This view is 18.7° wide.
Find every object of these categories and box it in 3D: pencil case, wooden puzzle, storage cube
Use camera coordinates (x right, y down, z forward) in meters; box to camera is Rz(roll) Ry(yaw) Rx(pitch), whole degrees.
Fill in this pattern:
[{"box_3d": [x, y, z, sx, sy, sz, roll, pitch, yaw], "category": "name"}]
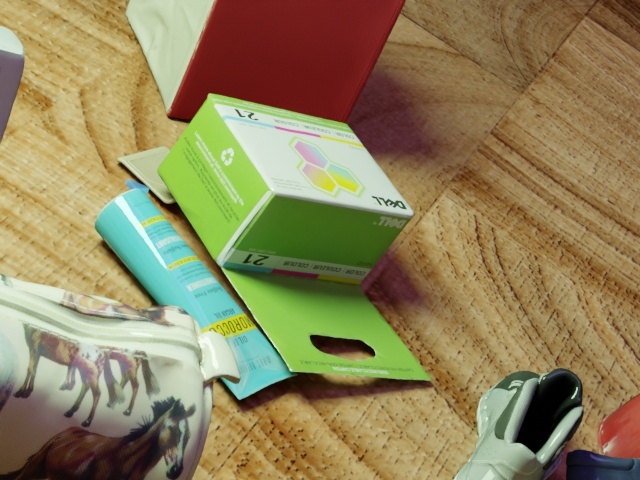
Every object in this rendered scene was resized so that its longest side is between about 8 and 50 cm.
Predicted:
[{"box_3d": [-0.269, 0.073, 1.306, 0.410, 0.183, 0.160, 18, 47, -22], "category": "pencil case"}, {"box_3d": [-0.142, -0.059, 1.785, 0.078, 0.014, 0.116, 42, 31, 27], "category": "wooden puzzle"}, {"box_3d": [-0.058, -0.237, 1.932, 0.193, 0.215, 0.184, 5, 39, -27], "category": "storage cube"}]

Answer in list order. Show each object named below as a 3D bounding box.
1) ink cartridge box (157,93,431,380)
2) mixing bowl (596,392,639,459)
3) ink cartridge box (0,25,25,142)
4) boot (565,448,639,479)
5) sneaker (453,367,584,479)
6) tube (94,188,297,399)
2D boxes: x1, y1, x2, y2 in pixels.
[{"box_3d": [0.000, 0.000, 1.721, 0.188, 0.097, 0.255, 9, 36, -46], "category": "ink cartridge box"}, {"box_3d": [0.356, 0.187, 1.783, 0.181, 0.098, 0.181, 23, 32, -15], "category": "mixing bowl"}, {"box_3d": [-0.380, 0.015, 1.144, 0.308, 0.385, 0.091, 16, 11, -24], "category": "ink cartridge box"}, {"box_3d": [0.288, 0.231, 1.650, 0.190, 0.069, 0.086, 14, 75, -27], "category": "boot"}, {"box_3d": [0.188, 0.148, 1.653, 0.086, 0.132, 0.229, 31, 30, 0], "category": "sneaker"}, {"box_3d": [-0.108, 0.048, 1.630, 0.207, 0.052, 0.080, 49, 39, 17], "category": "tube"}]
